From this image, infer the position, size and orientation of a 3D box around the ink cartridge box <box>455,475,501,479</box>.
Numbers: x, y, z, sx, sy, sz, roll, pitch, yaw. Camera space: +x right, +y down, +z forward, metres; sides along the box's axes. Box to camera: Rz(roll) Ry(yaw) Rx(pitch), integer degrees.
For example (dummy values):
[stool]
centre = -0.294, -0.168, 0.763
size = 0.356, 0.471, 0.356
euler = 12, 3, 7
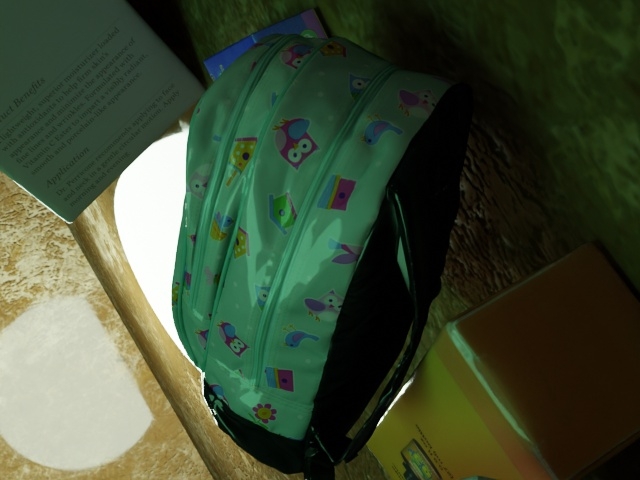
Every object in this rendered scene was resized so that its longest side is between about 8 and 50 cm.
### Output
[ink cartridge box]
centre = 0.082, 0.143, 0.447
size = 0.179, 0.145, 0.045
euler = 137, 145, -59

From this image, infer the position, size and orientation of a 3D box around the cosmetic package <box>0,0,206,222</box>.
[cosmetic package]
centre = -0.217, -0.144, 0.774
size = 0.151, 0.151, 0.183
euler = 45, 177, 43

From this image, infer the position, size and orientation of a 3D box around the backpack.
[backpack]
centre = 0.000, 0.000, 0.468
size = 0.115, 0.152, 0.182
euler = 19, 135, 8

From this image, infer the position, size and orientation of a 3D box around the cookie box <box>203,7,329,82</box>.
[cookie box]
centre = -0.017, -0.075, 0.587
size = 0.092, 0.040, 0.107
euler = 64, 163, -12

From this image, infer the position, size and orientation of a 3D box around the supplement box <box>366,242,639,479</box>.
[supplement box]
centre = 0.085, 0.087, 0.499
size = 0.078, 0.080, 0.233
euler = 56, 161, 15
